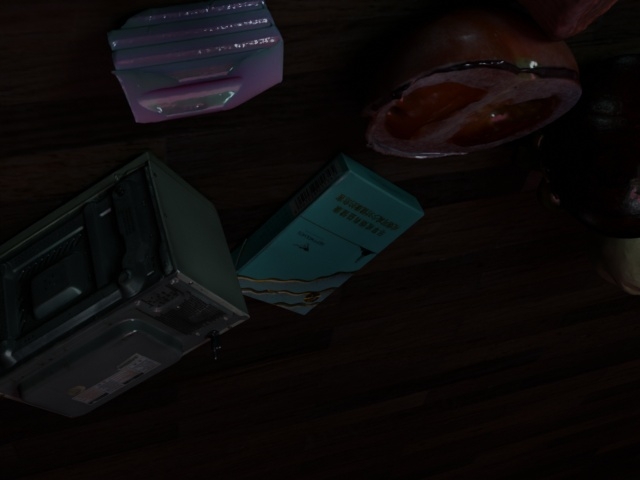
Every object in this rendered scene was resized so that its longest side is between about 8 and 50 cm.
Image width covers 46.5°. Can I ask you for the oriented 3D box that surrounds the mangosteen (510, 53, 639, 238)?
[{"bbox_3d":[0.351,-0.117,0.885,0.216,0.216,0.216,-15,143,-12],"label":"mangosteen"}]

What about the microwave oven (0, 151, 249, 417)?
[{"bbox_3d":[-0.224,0.057,0.781,0.241,0.194,0.145,-30,142,12],"label":"microwave oven"}]

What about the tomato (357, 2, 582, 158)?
[{"bbox_3d":[0.141,-0.168,0.765,0.228,0.112,0.199,2,159,-33],"label":"tomato"}]

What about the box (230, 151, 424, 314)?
[{"bbox_3d":[0.000,0.000,0.955,0.229,0.041,0.162,-42,140,22],"label":"box"}]

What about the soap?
[{"bbox_3d":[-0.108,-0.158,0.649,0.149,0.100,0.056,-14,143,-15],"label":"soap"}]

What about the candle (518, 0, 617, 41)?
[{"bbox_3d":[0.290,-0.301,0.593,0.287,0.131,0.317,-39,174,-15],"label":"candle"}]

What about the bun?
[{"bbox_3d":[0.494,-0.021,1.040,0.259,0.160,0.259,-37,-179,1],"label":"bun"}]
